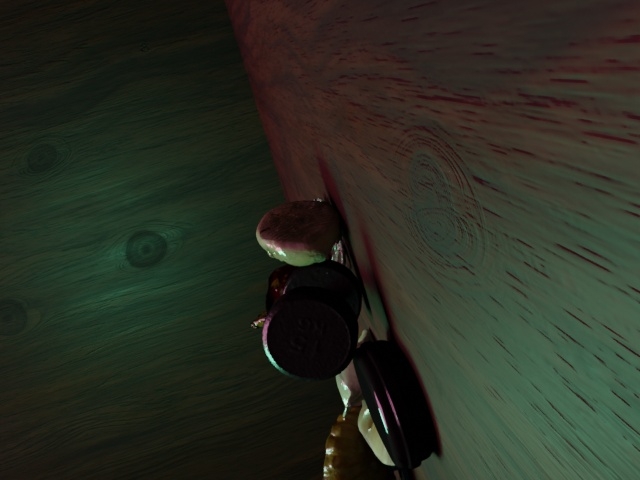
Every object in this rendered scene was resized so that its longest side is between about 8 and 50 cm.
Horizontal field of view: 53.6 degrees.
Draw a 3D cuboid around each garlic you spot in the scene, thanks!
[{"bbox_3d":[0.166,0.514,1.737,0.217,0.110,0.228,-118,11,-45],"label":"garlic"}]

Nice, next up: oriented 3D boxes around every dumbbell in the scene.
[{"bbox_3d":[-0.009,0.175,1.477,0.322,0.204,0.203,-64,-42,-76],"label":"dumbbell"}]

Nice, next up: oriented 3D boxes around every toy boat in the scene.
[{"bbox_3d":[0.222,0.649,1.839,0.060,0.061,0.137,-128,22,-76],"label":"toy boat"}]

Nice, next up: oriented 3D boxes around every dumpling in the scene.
[{"bbox_3d":[0.098,0.353,1.685,0.166,0.126,0.215,103,157,-61],"label":"dumpling"}]

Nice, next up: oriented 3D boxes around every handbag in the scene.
[{"bbox_3d":[0.153,0.343,1.347,0.308,0.093,0.253,-129,20,-76],"label":"handbag"}]

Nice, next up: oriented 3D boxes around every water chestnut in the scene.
[{"bbox_3d":[-0.080,0.243,2.166,0.335,0.347,0.335,-23,-90,-86],"label":"water chestnut"}]

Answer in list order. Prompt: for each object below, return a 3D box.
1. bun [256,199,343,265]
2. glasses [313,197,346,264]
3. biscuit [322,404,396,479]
[{"bbox_3d":[-0.045,-0.011,1.587,0.237,0.210,0.116,43,155,49],"label":"bun"},{"bbox_3d":[0.007,-0.005,1.705,0.162,0.095,0.255,100,153,-47],"label":"glasses"},{"bbox_3d":[0.132,0.651,1.860,0.326,0.107,0.325,15,-109,-52],"label":"biscuit"}]
